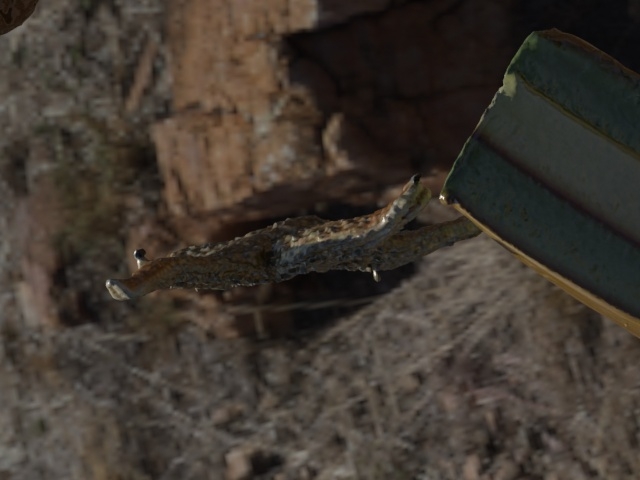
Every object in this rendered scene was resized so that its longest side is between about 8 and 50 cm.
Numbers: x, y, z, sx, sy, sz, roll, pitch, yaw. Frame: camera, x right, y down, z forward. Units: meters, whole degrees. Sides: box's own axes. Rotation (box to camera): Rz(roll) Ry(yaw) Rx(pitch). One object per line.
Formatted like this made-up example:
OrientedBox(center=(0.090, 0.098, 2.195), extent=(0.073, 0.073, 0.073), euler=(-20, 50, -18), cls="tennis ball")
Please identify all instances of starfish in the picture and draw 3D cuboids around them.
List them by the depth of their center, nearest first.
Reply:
OrientedBox(center=(0.002, 0.006, 1.010), extent=(0.231, 0.295, 0.048), euler=(-12, 86, 19), cls="starfish")

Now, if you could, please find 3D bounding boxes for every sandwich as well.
OrientedBox(center=(0.153, -0.026, 0.930), extent=(0.117, 0.187, 0.144), euler=(-60, 10, -1), cls="sandwich")

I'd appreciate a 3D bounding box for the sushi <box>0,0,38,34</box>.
OrientedBox(center=(-0.127, -0.086, 0.495), extent=(0.060, 0.118, 0.061), euler=(37, 106, 43), cls="sushi")
